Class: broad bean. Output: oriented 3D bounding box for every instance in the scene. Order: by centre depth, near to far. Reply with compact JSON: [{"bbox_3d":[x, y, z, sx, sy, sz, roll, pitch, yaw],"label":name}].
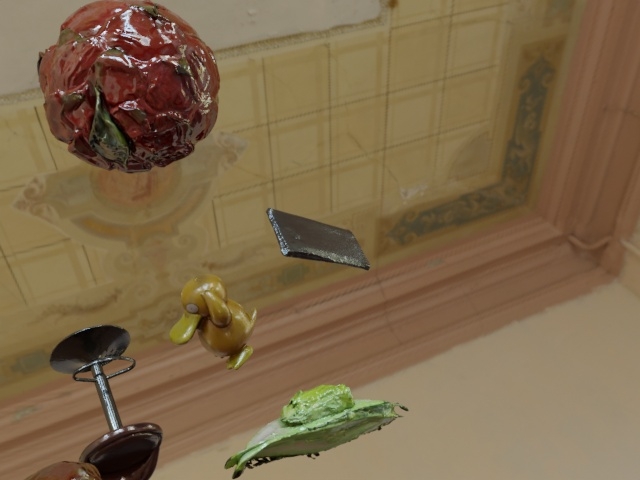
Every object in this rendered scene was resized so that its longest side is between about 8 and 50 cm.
[{"bbox_3d":[-0.441,0.433,1.054,0.122,0.156,0.228,48,-41,-13],"label":"broad bean"}]

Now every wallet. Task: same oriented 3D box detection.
[{"bbox_3d":[0.000,0.001,1.528,0.285,0.146,0.030,13,-54,-42],"label":"wallet"}]

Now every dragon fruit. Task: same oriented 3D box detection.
[{"bbox_3d":[-0.271,-0.221,0.895,0.244,0.299,0.245,-20,-50,-26],"label":"dragon fruit"}]

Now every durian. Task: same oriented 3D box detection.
[{"bbox_3d":[0.002,0.311,1.103,0.374,0.107,0.132,-11,-48,-31],"label":"durian"}]

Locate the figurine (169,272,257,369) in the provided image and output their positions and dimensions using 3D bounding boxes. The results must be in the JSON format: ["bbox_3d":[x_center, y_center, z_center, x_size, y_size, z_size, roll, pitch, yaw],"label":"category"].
[{"bbox_3d":[-0.273,0.205,1.653,0.228,0.215,0.215,32,-75,-31],"label":"figurine"}]

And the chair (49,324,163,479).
[{"bbox_3d":[-0.555,0.447,1.685,0.226,0.401,0.227,-22,-31,-14],"label":"chair"}]
